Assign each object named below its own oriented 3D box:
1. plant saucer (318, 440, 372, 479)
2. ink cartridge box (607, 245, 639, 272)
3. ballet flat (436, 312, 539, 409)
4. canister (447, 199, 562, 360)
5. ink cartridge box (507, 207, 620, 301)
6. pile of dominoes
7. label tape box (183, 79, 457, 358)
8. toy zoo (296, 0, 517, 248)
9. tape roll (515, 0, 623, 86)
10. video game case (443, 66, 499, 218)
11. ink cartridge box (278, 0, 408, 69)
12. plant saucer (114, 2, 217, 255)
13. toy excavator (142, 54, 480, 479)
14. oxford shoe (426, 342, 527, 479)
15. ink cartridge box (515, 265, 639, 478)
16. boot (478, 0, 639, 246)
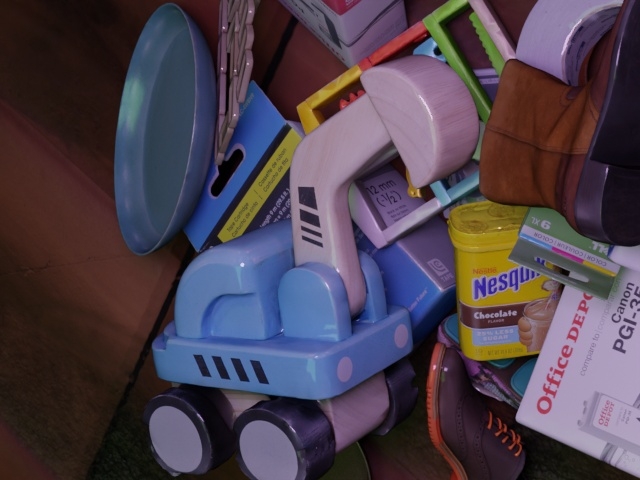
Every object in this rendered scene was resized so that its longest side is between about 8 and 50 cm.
[{"bbox_3d":[-0.005,0.295,2.012,0.198,0.036,0.199,14,114,34],"label":"plant saucer"},{"bbox_3d":[0.460,-0.120,1.343,0.270,0.151,0.395,23,112,5],"label":"ink cartridge box"},{"bbox_3d":[0.226,0.165,1.768,0.221,0.077,0.079,32,142,31],"label":"ballet flat"},{"bbox_3d":[0.209,0.044,1.686,0.126,0.073,0.170,-8,120,-3],"label":"canister"},{"bbox_3d":[0.269,-0.026,1.549,0.109,0.209,0.062,24,120,7],"label":"ink cartridge box"},{"bbox_3d":[-0.085,-0.238,1.768,0.196,0.040,0.251,121,151,-62],"label":"pile of dominoes"},{"bbox_3d":[0.000,0.000,1.851,0.348,0.115,0.249,49,128,16],"label":"label tape box"},{"bbox_3d":[0.101,-0.123,1.686,0.293,0.030,0.192,-33,80,21],"label":"toy zoo"},{"bbox_3d":[0.309,-0.175,1.522,0.219,0.072,0.219,-2,86,29],"label":"tape roll"},{"bbox_3d":[0.209,-0.109,1.704,0.190,0.022,0.173,0,107,38],"label":"video game case"},{"bbox_3d":[0.008,-0.297,1.663,0.092,0.218,0.158,-43,74,-4],"label":"ink cartridge box"},{"bbox_3d":[-0.193,-0.137,1.903,0.317,0.043,0.318,-174,90,-67],"label":"plant saucer"},{"bbox_3d":[-0.014,0.034,1.645,0.433,0.222,0.445,2,108,39],"label":"toy excavator"},{"bbox_3d":[0.190,0.223,1.775,0.098,0.097,0.271,-5,129,21],"label":"oxford shoe"},{"bbox_3d":[0.371,0.150,1.565,0.283,0.117,0.207,22,94,30],"label":"ink cartridge box"},{"bbox_3d":[0.246,-0.140,1.388,0.280,0.096,0.264,-144,58,-70],"label":"boot"}]
